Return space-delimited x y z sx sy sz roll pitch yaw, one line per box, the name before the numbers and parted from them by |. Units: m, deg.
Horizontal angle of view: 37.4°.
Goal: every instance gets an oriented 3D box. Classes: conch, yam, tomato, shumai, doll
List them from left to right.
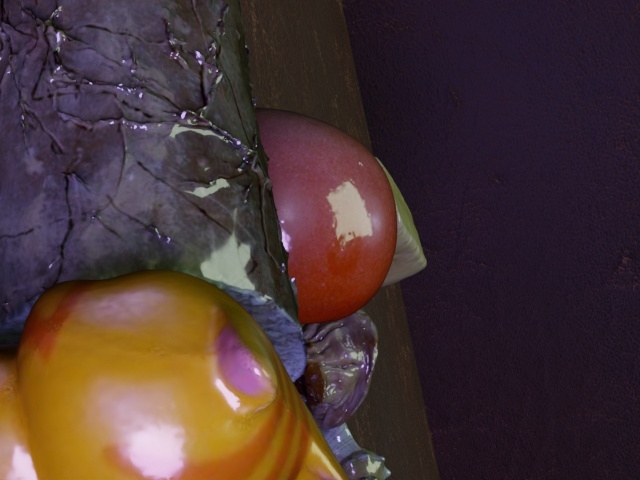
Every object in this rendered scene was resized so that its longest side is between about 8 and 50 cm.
doll | -0.139 0.103 0.473 0.166 0.269 0.162 59 8 -59
yam | -0.136 -0.053 0.672 0.241 0.241 0.348 49 30 -69
tomato | -0.047 -0.020 0.984 0.256 0.256 0.224 3 102 -79
shumai | -0.010 0.181 1.398 0.120 0.201 0.201 17 53 -30
conch | 0.024 0.338 1.459 0.234 0.114 0.137 44 -26 38

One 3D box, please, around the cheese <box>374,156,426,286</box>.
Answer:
cheese | 0.000 0.000 1.252 0.265 0.242 0.124 43 29 -72
